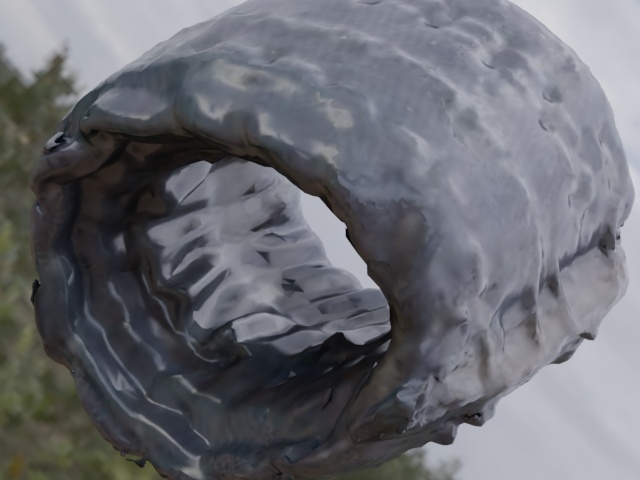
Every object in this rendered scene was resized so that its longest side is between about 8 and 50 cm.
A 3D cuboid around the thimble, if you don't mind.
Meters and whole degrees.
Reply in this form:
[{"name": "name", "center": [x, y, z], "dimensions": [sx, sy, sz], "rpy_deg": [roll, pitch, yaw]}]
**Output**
[{"name": "thimble", "center": [0.000, 0.000, 0.778], "dimensions": [0.236, 0.172, 0.205], "rpy_deg": [13, -60, 35]}]
